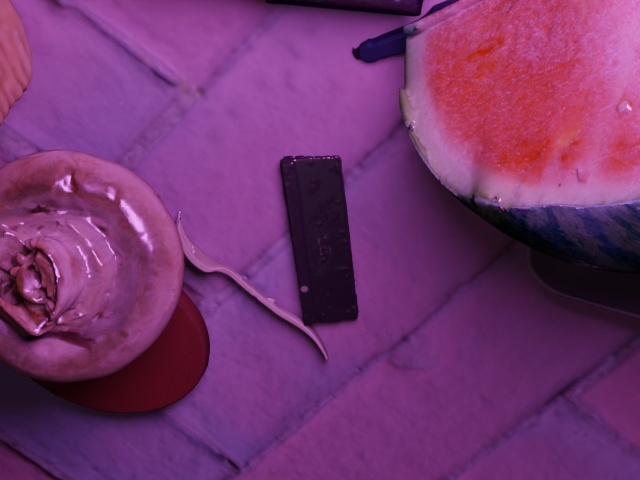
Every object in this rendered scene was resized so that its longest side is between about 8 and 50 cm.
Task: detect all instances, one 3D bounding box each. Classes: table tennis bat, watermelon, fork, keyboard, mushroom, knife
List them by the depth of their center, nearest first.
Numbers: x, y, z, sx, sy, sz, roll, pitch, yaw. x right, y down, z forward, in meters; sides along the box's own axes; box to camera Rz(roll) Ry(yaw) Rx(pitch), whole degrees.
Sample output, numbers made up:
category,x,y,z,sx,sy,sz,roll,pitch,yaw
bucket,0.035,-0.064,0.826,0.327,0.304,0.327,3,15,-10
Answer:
category,x,y,z,sx,sy,sz,roll,pitch,yaw
watermelon,0.213,-0.064,1.420,0.292,0.222,0.319,-29,101,37
knife,0.080,-0.185,1.601,0.121,0.018,0.031,-19,125,24
mushroom,-0.245,0.024,1.708,0.226,0.178,0.227,0,88,9
keyboard,0.000,0.000,1.751,0.060,0.018,0.195,-3,124,6
fork,-0.071,0.052,1.796,0.219,0.034,0.028,42,96,-19
table tennis bat,-0.266,0.086,1.854,0.310,0.038,0.200,18,124,0

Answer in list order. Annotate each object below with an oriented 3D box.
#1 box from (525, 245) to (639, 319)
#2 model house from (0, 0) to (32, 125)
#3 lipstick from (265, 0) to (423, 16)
category,x,y,z,sx,sy,sz,roll,pitch,yaw
box,0.404,-0.078,1.548,0.396,0.111,0.396,15,127,4
model house,-0.460,-0.197,1.514,0.334,0.343,0.382,-14,121,19
lipstick,-0.050,-0.247,1.548,0.299,0.081,0.081,8,126,6
